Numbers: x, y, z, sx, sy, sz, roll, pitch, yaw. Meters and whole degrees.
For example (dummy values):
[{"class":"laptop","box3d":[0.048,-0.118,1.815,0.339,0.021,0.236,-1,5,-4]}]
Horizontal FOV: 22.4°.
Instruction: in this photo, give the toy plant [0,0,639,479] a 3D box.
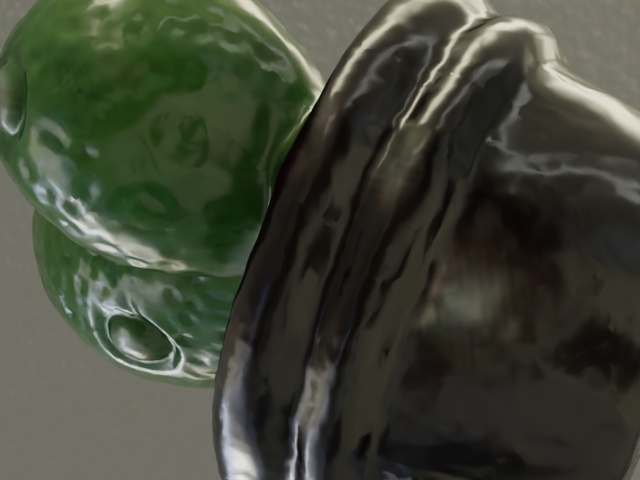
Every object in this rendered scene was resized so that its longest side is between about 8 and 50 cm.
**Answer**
[{"class":"toy plant","box3d":[0.000,0.000,0.515,0.175,0.235,0.218,-63,-16,-18]}]
